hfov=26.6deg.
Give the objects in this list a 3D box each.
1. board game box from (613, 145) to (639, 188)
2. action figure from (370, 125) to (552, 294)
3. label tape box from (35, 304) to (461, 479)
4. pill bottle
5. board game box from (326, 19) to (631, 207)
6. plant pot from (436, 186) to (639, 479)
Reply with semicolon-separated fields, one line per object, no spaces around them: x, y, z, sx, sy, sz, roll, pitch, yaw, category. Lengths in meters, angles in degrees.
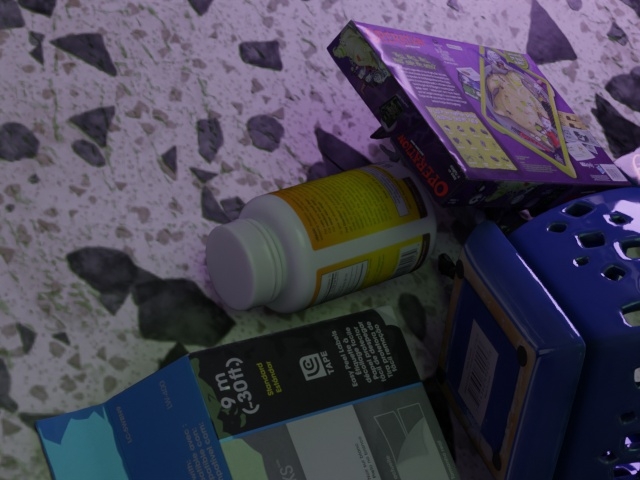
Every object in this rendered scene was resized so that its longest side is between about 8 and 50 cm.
0.472;-0.072;1.616;0.243;0.042;0.165;-29;61;-35;board game box
0.178;-0.032;1.445;0.285;0.099;0.185;51;47;-2;action figure
-0.048;0.214;1.193;0.333;0.106;0.241;-12;72;-32;label tape box
0.000;0.000;1.316;0.215;0.117;0.117;-17;75;-34;pill bottle
0.173;-0.123;1.400;0.347;0.056;0.208;-1;55;-52;board game box
0.243;0.108;1.287;0.212;0.236;0.236;-6;36;-19;plant pot
